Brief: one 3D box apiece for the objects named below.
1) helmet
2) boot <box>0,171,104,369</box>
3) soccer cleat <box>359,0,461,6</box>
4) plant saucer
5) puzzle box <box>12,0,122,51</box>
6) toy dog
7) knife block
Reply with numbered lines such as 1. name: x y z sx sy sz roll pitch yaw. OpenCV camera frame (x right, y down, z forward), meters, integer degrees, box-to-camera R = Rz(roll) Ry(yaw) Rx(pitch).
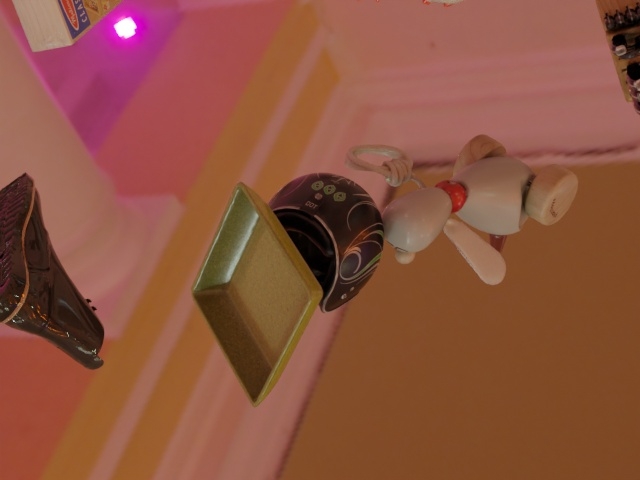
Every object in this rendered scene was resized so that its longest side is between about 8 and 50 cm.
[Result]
1. helmet: 0.000 0.000 1.687 0.169 0.169 0.161 -3 -165 27
2. boot: -0.277 0.035 1.395 0.077 0.137 0.198 -33 -142 26
3. soccer cleat: 0.102 -0.266 1.308 0.196 0.076 0.068 -12 -117 -43
4. plant saucer: -0.066 0.060 1.574 0.045 0.188 0.188 -5 -133 -35
5. puzzle box: -0.288 -0.433 1.416 0.052 0.409 0.272 -6 -152 23
6. toy dog: 0.191 -0.026 1.851 0.333 0.161 0.220 -7 -148 -29
7. knife block: 0.426 -0.227 1.780 0.088 0.276 0.242 -16 -118 14
